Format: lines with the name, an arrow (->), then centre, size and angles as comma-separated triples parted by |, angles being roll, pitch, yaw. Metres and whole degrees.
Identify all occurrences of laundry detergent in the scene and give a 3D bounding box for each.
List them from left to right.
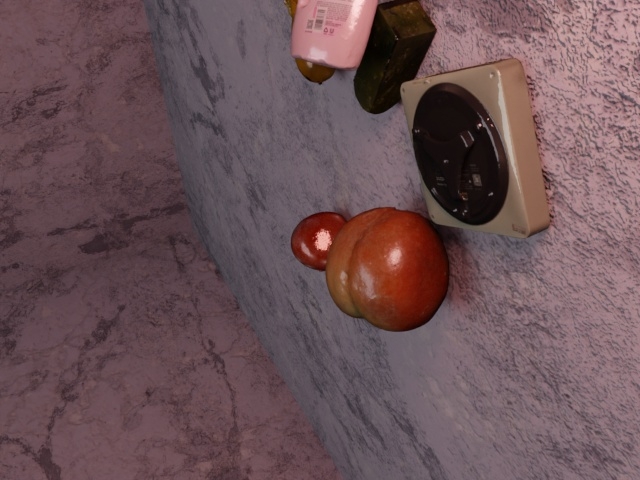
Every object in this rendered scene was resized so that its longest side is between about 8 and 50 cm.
laundry detergent -> 0.039, -0.457, 1.011 | 0.159, 0.088, 0.335 | 22, 107, 35

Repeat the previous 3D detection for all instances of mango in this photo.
mango -> -0.018, -0.429, 1.350 | 0.115, 0.090, 0.178 | 120, 132, -69

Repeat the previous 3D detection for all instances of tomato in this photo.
tomato -> 0.000, 0.000, 1.600 | 0.167, 0.167, 0.167 | 53, 154, 40

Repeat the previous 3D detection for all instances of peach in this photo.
peach -> 0.134, 0.052, 1.209 | 0.252, 0.252, 0.252 | 53, 154, 40

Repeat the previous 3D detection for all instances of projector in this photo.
projector -> 0.231, -0.139, 0.982 | 0.257, 0.079, 0.259 | 17, 126, 65

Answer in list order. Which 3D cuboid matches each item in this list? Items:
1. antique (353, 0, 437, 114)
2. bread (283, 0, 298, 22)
antique -> 0.123, -0.320, 1.104 | 0.081, 0.080, 0.221 | 64, 161, 19
bread -> 0.001, -0.497, 1.181 | 0.179, 0.133, 0.250 | 59, 158, 20
